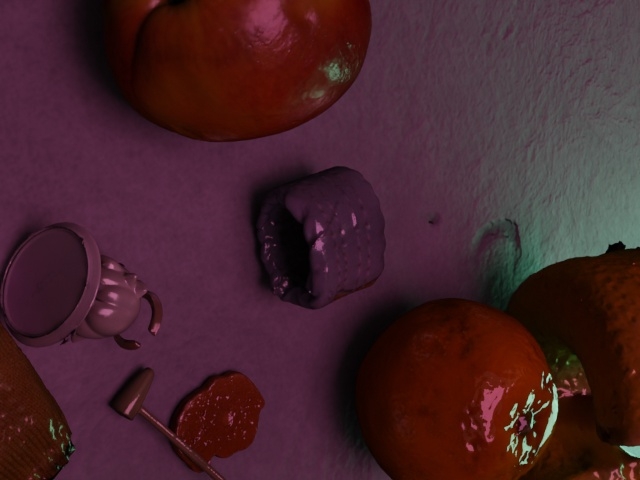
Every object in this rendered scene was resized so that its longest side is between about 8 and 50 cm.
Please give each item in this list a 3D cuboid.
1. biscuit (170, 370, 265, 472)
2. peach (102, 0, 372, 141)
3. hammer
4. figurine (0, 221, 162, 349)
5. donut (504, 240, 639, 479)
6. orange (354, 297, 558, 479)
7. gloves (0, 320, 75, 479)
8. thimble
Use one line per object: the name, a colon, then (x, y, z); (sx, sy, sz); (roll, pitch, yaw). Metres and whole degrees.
biscuit: (-0.120, 0.210, 1.372); (0.130, 0.019, 0.102); (-30, 115, -33)
peach: (-0.083, -0.214, 1.193); (0.281, 0.238, 0.281); (-30, 152, -18)
hammer: (-0.150, 0.223, 1.322); (0.195, 0.028, 0.060); (47, 67, -24)
figurine: (-0.231, 0.064, 1.198); (0.154, 0.132, 0.132); (31, 76, -53)
donut: (0.354, 0.212, 1.580); (0.163, 0.377, 0.435); (-1, 129, -21)
orange: (0.171, 0.203, 1.486); (0.261, 0.261, 0.261); (-8, 103, -40)
gloves: (-0.366, 0.130, 1.054); (0.203, 0.155, 0.356); (-45, 139, -18)
thimble: (-0.001, -0.003, 1.368); (0.118, 0.127, 0.151); (-20, 109, -36)
